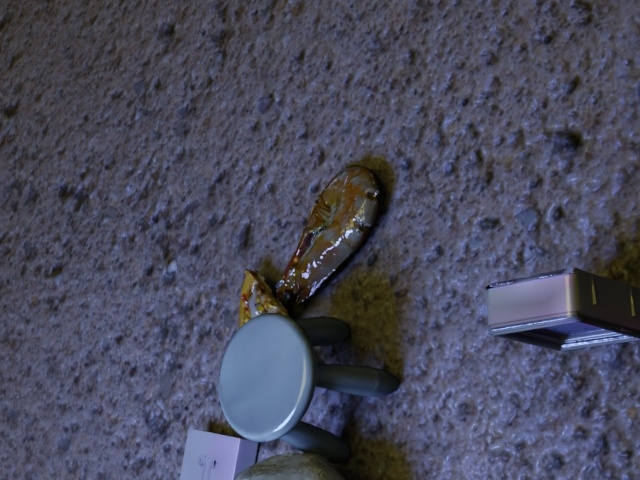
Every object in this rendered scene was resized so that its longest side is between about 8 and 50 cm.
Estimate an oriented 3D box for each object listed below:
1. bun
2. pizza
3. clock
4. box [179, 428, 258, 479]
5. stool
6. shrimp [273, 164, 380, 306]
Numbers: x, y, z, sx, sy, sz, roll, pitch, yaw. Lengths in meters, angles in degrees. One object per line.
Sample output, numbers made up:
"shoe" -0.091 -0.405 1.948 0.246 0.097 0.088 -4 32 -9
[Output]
"bun" -0.019 0.433 2.132 0.259 0.152 0.259 23 127 34
"pizza" -0.097 0.145 2.339 0.176 0.036 0.185 -168 80 -65
"clock" 0.332 0.095 1.883 0.147 0.192 0.071 -13 71 40
"box" -0.174 0.391 2.368 0.130 0.051 0.129 3 81 43
"stool" -0.027 0.219 2.182 0.195 0.198 0.195 45 111 38
"shrimp" 0.001 0.000 2.315 0.294 0.062 0.154 -52 37 16
